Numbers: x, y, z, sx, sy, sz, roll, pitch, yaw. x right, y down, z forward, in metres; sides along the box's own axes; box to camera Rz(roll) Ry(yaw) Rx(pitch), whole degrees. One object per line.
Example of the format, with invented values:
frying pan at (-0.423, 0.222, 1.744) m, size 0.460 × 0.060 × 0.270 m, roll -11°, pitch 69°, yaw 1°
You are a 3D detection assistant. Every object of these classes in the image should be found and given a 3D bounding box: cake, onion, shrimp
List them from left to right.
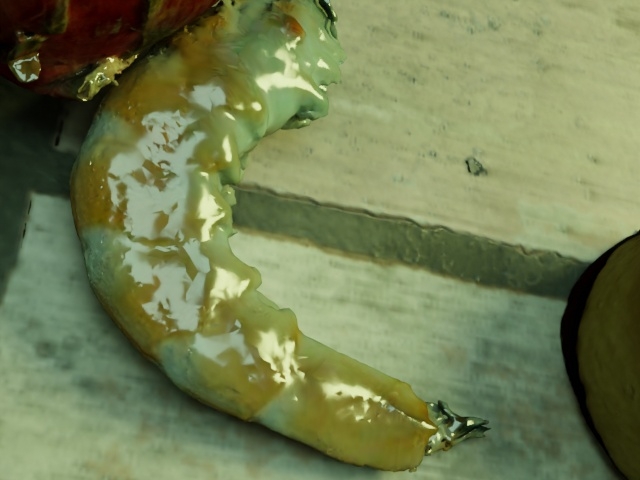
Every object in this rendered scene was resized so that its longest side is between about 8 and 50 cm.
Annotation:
onion at (-0.127, -0.167, 0.486) m, size 0.248 × 0.161 × 0.248 m, roll 6°, pitch 35°, yaw -4°
shrimp at (-0.032, -0.005, 0.518) m, size 0.185 × 0.068 × 0.287 m, roll -17°, pitch 74°, yaw -27°
cake at (0.253, 0.052, 0.539) m, size 0.185 × 0.178 × 0.207 m, roll -10°, pitch 68°, yaw -23°
